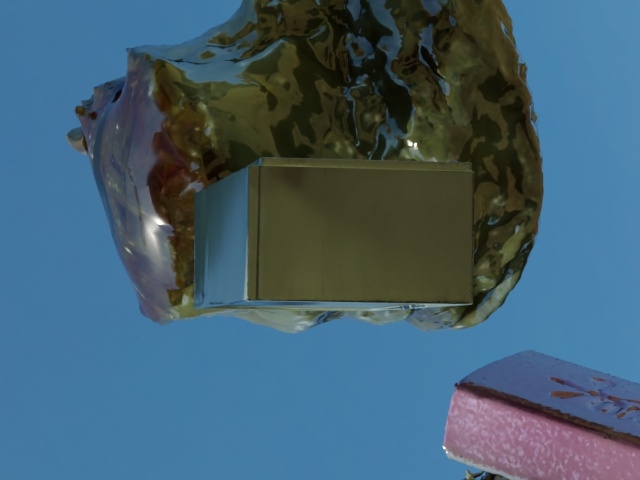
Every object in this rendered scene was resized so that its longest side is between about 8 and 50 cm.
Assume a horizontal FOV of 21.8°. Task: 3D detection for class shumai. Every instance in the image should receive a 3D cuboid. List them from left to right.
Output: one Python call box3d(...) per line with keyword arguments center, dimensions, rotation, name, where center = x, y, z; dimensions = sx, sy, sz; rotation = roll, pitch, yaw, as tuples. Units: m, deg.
box3d(center=(-0.023, -0.070, 1.315), dimensions=(0.323, 0.397, 0.324), rotation=(-19, -120, -21), name="shumai")

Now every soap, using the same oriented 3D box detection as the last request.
box3d(center=(0.259, 0.177, 1.447), dimensions=(0.181, 0.259, 0.081), rotation=(-12, -66, -59), name="soap")

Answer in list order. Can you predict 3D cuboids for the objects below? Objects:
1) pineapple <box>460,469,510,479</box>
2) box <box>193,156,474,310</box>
box3d(center=(0.203, 0.278, 1.764), dimensions=(0.164, 0.250, 0.140), rotation=(-51, -33, -23), name="pineapple")
box3d(center=(0.000, 0.000, 1.022), dimensions=(0.129, 0.225, 0.086), rotation=(1, -93, -12), name="box")
